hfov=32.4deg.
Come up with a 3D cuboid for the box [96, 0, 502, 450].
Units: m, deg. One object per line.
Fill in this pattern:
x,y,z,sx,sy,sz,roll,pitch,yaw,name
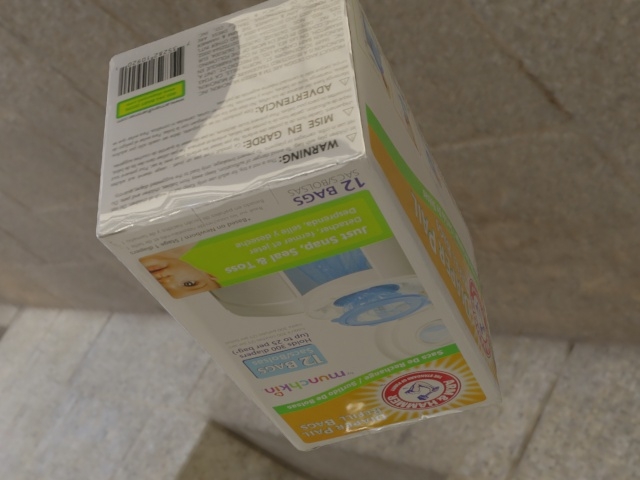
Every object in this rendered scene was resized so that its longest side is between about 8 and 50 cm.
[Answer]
0.000,0.000,0.504,0.114,0.103,0.203,-16,141,14,box
